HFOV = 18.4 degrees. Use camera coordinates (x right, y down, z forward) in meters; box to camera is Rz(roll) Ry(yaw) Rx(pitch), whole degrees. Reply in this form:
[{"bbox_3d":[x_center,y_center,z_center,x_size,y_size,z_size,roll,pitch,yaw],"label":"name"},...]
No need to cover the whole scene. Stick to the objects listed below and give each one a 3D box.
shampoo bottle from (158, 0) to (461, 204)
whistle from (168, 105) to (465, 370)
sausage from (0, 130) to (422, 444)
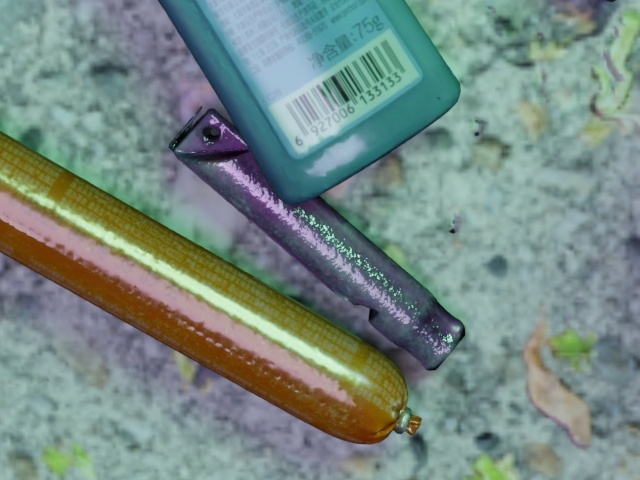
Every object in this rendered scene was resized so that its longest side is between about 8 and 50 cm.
[{"bbox_3d":[-0.041,-0.149,0.923,0.104,0.061,0.258,-33,102,-1],"label":"shampoo bottle"},{"bbox_3d":[0.000,0.000,0.982,0.176,0.033,0.033,41,106,-7],"label":"whistle"},{"bbox_3d":[-0.102,0.008,0.984,0.348,0.053,0.053,30,107,-4],"label":"sausage"}]
